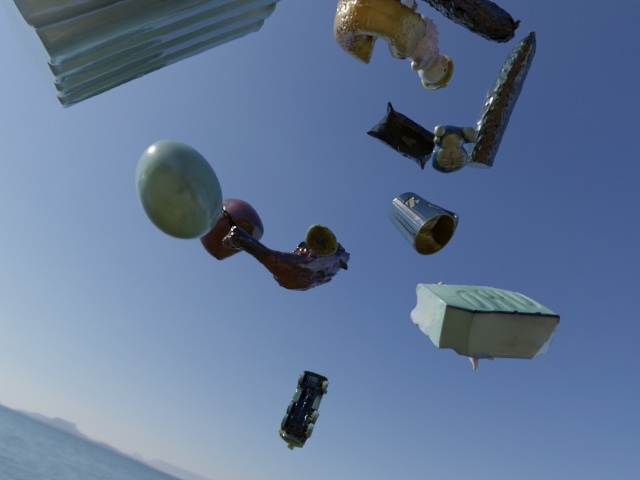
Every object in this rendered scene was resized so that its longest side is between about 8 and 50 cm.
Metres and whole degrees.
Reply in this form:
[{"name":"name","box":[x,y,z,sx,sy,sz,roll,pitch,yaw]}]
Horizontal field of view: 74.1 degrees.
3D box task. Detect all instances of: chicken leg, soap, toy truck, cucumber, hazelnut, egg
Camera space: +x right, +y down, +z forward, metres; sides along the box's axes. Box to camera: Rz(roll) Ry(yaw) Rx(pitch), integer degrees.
[{"name":"chicken leg","box":[-0.064,0.049,1.104,0.406,0.158,0.095,9,-20,-42]},{"name":"soap","box":[-0.163,-0.244,0.432,0.159,0.265,0.088,0,-58,62]},{"name":"toy truck","box":[-0.039,0.397,0.983,0.077,0.169,0.100,16,-52,8]},{"name":"cucumber","box":[0.201,-0.333,0.601,0.181,0.053,0.053,47,-28,19]},{"name":"hazelnut","box":[-0.305,-0.047,1.408,0.181,0.212,0.181,63,-13,-12]},{"name":"egg","box":[-0.299,-0.108,0.894,0.231,0.168,0.168,62,-29,17]},{"name":"soap","box":[0.306,0.144,0.787,0.230,0.145,0.091,3,-73,-18]},{"name":"cucumber","box":[0.382,-0.295,0.896,0.067,0.294,0.067,20,5,-2]}]

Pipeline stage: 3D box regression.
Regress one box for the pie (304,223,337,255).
[{"name":"pie","box":[0.002,0.000,0.947,0.084,0.021,0.084,15,-52,20]}]

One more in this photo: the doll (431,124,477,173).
[{"name":"doll","box":[0.224,-0.155,0.720,0.076,0.050,0.083,1,-68,1]}]

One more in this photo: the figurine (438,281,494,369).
[{"name":"figurine","box":[0.370,0.217,1.120,0.127,0.235,0.155,-21,-74,9]}]

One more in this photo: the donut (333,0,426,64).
[{"name":"donut","box":[0.090,-0.379,0.761,0.146,0.078,0.181,18,8,-41]}]

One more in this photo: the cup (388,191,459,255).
[{"name":"cup","box":[0.293,-0.058,1.191,0.176,0.155,0.131,-12,-52,-23]}]

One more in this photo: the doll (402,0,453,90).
[{"name":"doll","box":[0.211,-0.380,0.856,0.081,0.129,0.207,-5,-27,38]}]

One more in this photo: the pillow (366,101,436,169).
[{"name":"pillow","box":[0.177,-0.210,0.868,0.150,0.048,0.090,29,-20,-10]}]
